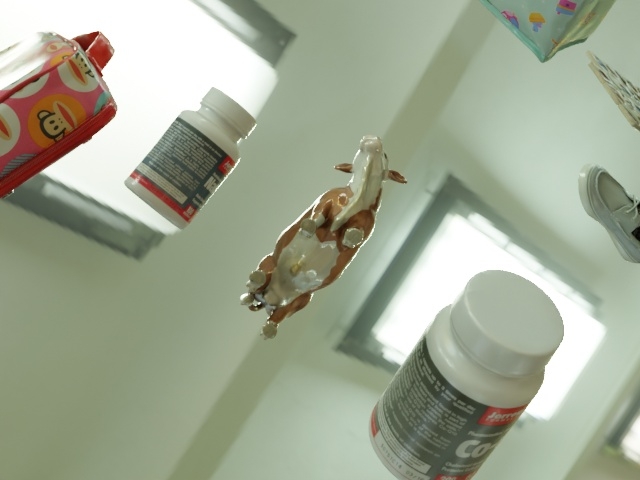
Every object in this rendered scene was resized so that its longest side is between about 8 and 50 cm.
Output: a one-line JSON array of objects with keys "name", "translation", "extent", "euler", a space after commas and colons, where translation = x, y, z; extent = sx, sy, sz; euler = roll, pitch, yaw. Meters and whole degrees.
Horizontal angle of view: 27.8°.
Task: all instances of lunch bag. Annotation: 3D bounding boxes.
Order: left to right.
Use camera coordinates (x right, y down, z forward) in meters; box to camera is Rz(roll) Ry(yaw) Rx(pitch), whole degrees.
[{"name": "lunch bag", "translation": [-0.356, -0.162, 1.533], "extent": [0.258, 0.293, 0.120], "euler": [-36, -66, -7]}, {"name": "lunch bag", "translation": [0.340, -0.447, 1.989], "extent": [0.160, 0.262, 0.223], "euler": [-26, -22, -34]}]

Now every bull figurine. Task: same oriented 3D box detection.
[{"name": "bull figurine", "translation": [0.000, 0.000, 1.763], "extent": [0.310, 0.101, 0.188], "euler": [-53, -2, 19]}]

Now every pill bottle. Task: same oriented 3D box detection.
[{"name": "pill bottle", "translation": [-0.172, -0.114, 1.753], "extent": [0.180, 0.108, 0.108], "euler": [-52, -31, -5]}, {"name": "pill bottle", "translation": [0.185, 0.180, 1.642], "extent": [0.161, 0.161, 0.283], "euler": [-24, -28, -42]}]

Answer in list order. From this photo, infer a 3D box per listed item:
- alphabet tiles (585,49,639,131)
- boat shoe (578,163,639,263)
[{"name": "alphabet tiles", "translation": [0.463, -0.177, 1.852], "extent": [0.009, 0.198, 0.237], "euler": [-40, -31, 22]}, {"name": "boat shoe", "translation": [0.503, -0.045, 2.117], "extent": [0.227, 0.081, 0.079], "euler": [48, -120, -33]}]
